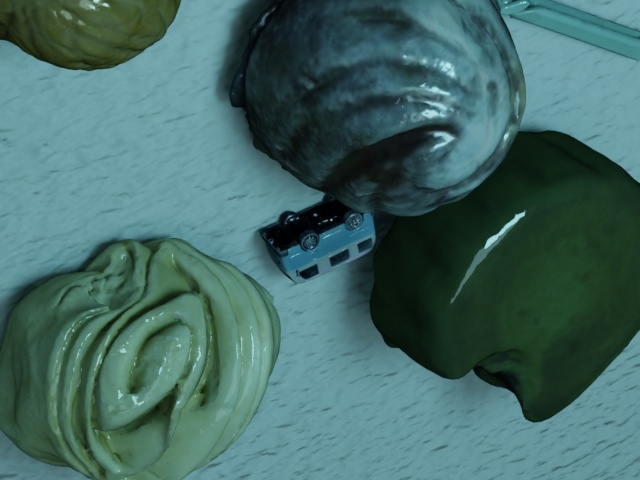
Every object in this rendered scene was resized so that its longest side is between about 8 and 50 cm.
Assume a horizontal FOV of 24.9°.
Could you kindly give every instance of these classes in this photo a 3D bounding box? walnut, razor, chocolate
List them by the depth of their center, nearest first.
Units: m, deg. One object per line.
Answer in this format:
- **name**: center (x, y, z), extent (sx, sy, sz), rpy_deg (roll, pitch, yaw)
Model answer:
- **walnut**: center (-0.221, -0.247, 1.304), extent (0.213, 0.213, 0.213), rpy_deg (-12, 121, -21)
- **chocolate**: center (0.088, -0.136, 1.505), extent (0.303, 0.213, 0.303), rpy_deg (-17, 130, -20)
- **razor**: center (0.277, -0.255, 1.647), extent (0.278, 0.111, 0.056), rpy_deg (18, 135, -41)

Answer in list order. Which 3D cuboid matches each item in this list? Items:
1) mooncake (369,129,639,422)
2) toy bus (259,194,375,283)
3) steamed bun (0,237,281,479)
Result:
- **mooncake**: center (0.232, 0.033, 1.702), extent (0.351, 0.187, 0.351), rpy_deg (-14, 123, -23)
- **toy bus**: center (0.000, 0.000, 1.652), extent (0.123, 0.060, 0.075), rpy_deg (-25, 128, -15)
- **steamed bun**: center (-0.180, 0.147, 1.553), extent (0.289, 0.203, 0.276), rpy_deg (9, 112, -31)
